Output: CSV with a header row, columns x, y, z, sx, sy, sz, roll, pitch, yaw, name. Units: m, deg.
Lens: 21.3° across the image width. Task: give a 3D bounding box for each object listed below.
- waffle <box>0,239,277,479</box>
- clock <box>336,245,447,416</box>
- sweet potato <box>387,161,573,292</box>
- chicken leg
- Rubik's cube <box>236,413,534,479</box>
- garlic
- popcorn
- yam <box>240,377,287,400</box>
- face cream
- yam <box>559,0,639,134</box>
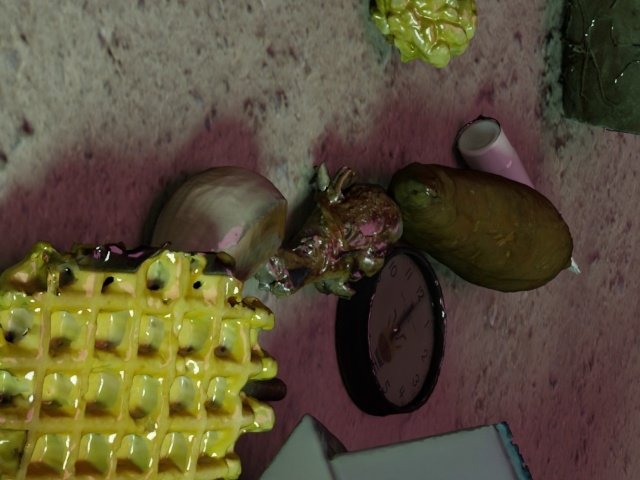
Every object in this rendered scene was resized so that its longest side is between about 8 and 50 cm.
x,y,z,sx,sy,sz,roll,pitch,yaw,name
-0.149,0.118,1.338,0.312,0.060,0.307,-38,128,-38,waffle
0.078,0.095,1.802,0.184,0.040,0.184,1,88,-59,clock
0.166,-0.022,1.864,0.423,0.131,0.130,23,70,-57,sweet potato
0.004,0.006,1.655,0.196,0.080,0.125,-50,121,-38,chicken leg
0.060,0.353,1.469,0.358,0.368,0.387,50,14,-48,Rubik's cube
-0.089,-0.007,1.480,0.195,0.087,0.101,-47,143,-52,garlic
0.108,-0.245,1.811,0.106,0.121,0.116,-113,-140,-71,popcorn
-0.065,0.132,1.571,0.129,0.027,0.033,12,80,-60,yam
0.236,-0.048,2.043,0.058,0.092,0.243,-48,132,-14,face cream
0.437,-0.289,2.222,0.241,0.241,0.348,0,88,-60,yam
